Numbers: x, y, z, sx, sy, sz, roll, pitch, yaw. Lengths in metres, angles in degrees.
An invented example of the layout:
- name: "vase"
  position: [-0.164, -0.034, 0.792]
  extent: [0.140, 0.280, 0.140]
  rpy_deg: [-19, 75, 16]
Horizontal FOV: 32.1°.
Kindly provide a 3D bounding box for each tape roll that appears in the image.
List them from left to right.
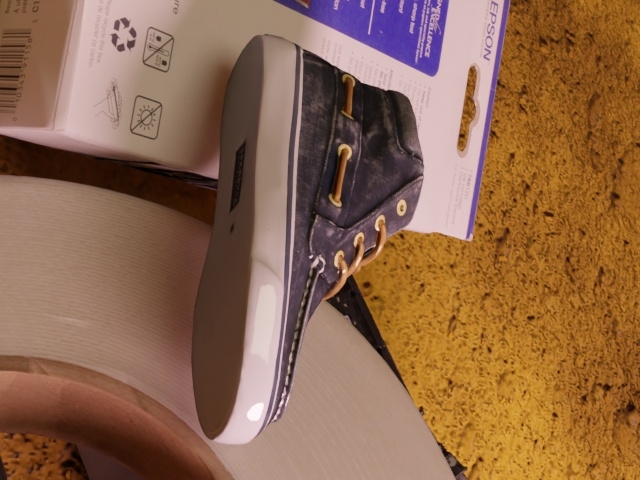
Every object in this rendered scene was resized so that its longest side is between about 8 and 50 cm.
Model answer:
- name: "tape roll"
  position: [-0.124, 0.150, 0.414]
  extent: [0.392, 0.072, 0.392]
  rpy_deg: [8, 58, -13]

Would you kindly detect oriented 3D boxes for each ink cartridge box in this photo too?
- name: "ink cartridge box"
  position: [-0.014, -0.101, 0.586]
  extent: [0.332, 0.065, 0.165]
  rpy_deg: [14, 84, -51]

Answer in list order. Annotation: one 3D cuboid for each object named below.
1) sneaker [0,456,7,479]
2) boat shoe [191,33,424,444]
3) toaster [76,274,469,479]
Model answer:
- name: "sneaker"
  position: [-0.172, 0.182, 0.511]
  extent: [0.118, 0.083, 0.222]
  rpy_deg: [76, 4, -57]
- name: "boat shoe"
  position: [0.000, 0.000, 0.464]
  extent: [0.083, 0.065, 0.183]
  rpy_deg: [16, 61, -21]
- name: "toaster"
  position: [-0.038, 0.090, 0.619]
  extent: [0.168, 0.110, 0.186]
  rpy_deg: [-9, 68, -47]
